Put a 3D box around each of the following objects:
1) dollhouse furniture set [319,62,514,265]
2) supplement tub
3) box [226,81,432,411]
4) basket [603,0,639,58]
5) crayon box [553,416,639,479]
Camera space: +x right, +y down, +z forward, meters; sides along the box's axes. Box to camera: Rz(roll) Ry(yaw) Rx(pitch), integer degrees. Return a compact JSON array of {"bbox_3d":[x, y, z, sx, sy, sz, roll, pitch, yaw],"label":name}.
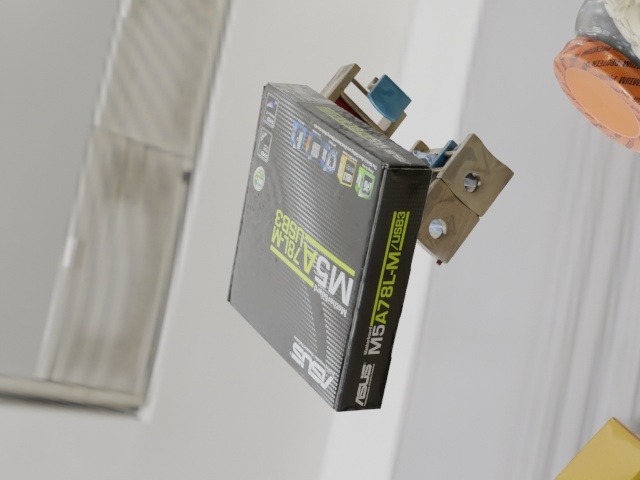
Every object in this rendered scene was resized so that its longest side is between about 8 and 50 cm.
[{"bbox_3d":[0.074,-0.080,1.533,0.183,0.129,0.129,43,-106,-18],"label":"dollhouse furniture set"},{"bbox_3d":[0.415,-0.257,1.608,0.316,0.193,0.193,-47,-47,-8],"label":"supplement tub"},{"bbox_3d":[0.000,0.000,1.061,0.045,0.190,0.184,2,-68,-30],"label":"box"},{"bbox_3d":[0.393,-0.150,0.916,0.266,0.331,0.328,29,-65,-25],"label":"basket"},{"bbox_3d":[0.219,0.280,1.077,0.323,0.083,0.203,-47,-68,1],"label":"crayon box"}]
